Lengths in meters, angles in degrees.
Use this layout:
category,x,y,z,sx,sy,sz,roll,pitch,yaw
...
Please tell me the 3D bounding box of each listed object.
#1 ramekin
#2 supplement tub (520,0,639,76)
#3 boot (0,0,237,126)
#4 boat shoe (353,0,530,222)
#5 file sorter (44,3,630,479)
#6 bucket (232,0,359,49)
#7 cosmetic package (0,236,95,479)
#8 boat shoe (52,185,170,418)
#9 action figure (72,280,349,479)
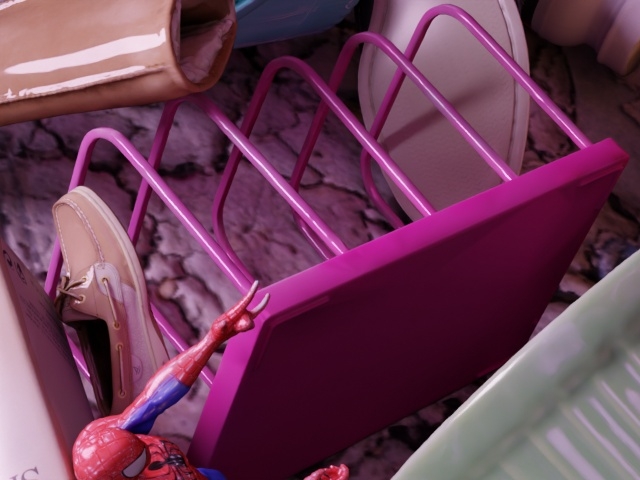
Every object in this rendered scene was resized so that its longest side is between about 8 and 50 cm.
category,x,y,z,sx,sy,sz,roll,pitch,yaw
ramekin,0.176,0.120,0.976,0.303,0.303,0.148,-30,72,-38
supplement tub,0.178,-0.274,1.441,0.272,0.191,0.191,38,48,11
boot,-0.174,-0.132,1.135,0.270,0.089,0.236,-13,37,21
boat shoe,0.084,-0.170,1.325,0.113,0.127,0.340,-7,80,-72
file sorter,0.000,0.000,1.134,0.291,0.202,0.182,-23,60,-35
bucket,-0.090,-0.256,1.272,0.183,0.281,0.281,-8,56,-33
cosmetic package,-0.182,0.163,0.938,0.160,0.113,0.309,-25,58,1
boat shoe,-0.123,0.036,1.028,0.045,0.050,0.135,-20,86,-34
action figure,-0.031,0.120,0.950,0.139,0.280,0.091,-38,64,7
